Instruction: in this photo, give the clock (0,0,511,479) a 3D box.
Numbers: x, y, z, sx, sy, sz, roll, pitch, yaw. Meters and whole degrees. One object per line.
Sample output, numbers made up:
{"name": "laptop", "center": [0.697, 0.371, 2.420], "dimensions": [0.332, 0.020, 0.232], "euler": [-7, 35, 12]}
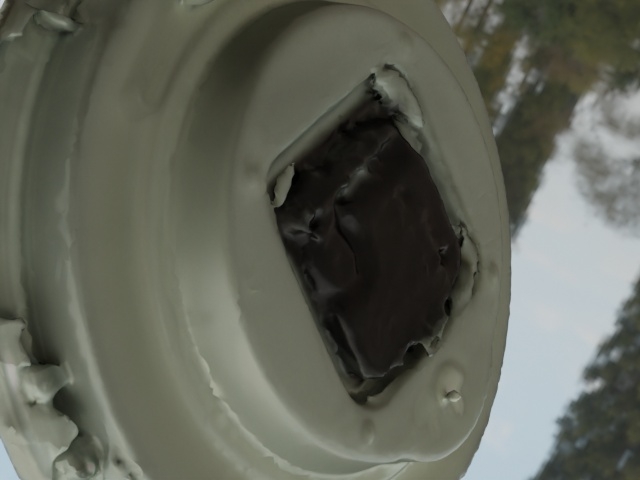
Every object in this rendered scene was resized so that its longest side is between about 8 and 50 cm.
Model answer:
{"name": "clock", "center": [0.000, 0.000, 0.416], "dimensions": [0.053, 0.236, 0.236], "euler": [-8, 173, 38]}
